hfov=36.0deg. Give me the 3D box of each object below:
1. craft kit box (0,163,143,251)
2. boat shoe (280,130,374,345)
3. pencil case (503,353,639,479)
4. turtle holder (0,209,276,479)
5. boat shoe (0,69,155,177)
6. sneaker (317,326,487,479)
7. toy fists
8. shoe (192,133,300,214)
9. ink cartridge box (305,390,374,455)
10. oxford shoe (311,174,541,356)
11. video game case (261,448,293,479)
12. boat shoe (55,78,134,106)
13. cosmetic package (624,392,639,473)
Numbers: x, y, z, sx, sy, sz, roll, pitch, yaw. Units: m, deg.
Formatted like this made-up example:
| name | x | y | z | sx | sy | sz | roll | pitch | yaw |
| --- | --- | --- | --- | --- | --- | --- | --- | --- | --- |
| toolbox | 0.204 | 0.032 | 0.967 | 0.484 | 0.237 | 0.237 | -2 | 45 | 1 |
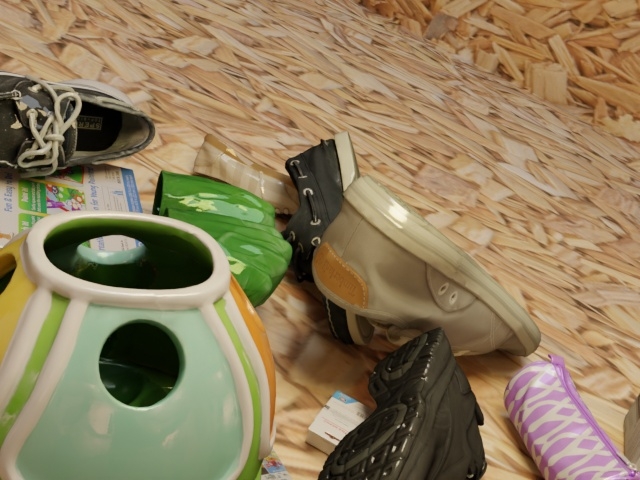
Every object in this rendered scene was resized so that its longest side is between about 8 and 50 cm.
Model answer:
| name | x | y | z | sx | sy | sz | roll | pitch | yaw |
| --- | --- | --- | --- | --- | --- | --- | --- | --- | --- |
| craft kit box | -0.317 | -0.028 | 1.075 | 0.246 | 0.061 | 0.250 | 14 | 25 | -23 |
| boat shoe | -0.001 | -0.003 | 1.211 | 0.113 | 0.127 | 0.340 | -11 | 49 | 8 |
| pencil case | 0.261 | 0.211 | 1.018 | 0.086 | 0.088 | 0.206 | 14 | 24 | -23 |
| turtle holder | -0.185 | 0.095 | 0.698 | 0.320 | 0.227 | 0.243 | 16 | 27 | -1 |
| boat shoe | -0.308 | -0.122 | 1.078 | 0.105 | 0.113 | 0.306 | 18 | 10 | 31 |
| sneaker | 0.092 | 0.191 | 0.885 | 0.130 | 0.109 | 0.286 | 53 | 33 | -8 |
| toy fists | -0.116 | 0.001 | 1.122 | 0.142 | 0.096 | 0.279 | 10 | 16 | -14 |
| shoe | -0.080 | -0.072 | 1.378 | 0.219 | 0.058 | 0.076 | 31 | -8 | 10 |
| ink cartridge box | 0.018 | 0.182 | 0.942 | 0.048 | 0.028 | 0.083 | 27 | 24 | 12 |
| oxford shoe | 0.122 | 0.061 | 1.098 | 0.169 | 0.130 | 0.449 | 41 | 6 | 33 |
| video game case | -0.061 | 0.224 | 0.804 | 0.119 | 0.015 | 0.166 | 4 | 30 | -35 |
| boat shoe | -0.362 | -0.156 | 1.258 | 0.267 | 0.096 | 0.088 | 6 | 32 | -30 |
| cosmetic package | 0.455 | 0.215 | 1.094 | 0.183 | 0.151 | 0.151 | 24 | 24 | 8 |
